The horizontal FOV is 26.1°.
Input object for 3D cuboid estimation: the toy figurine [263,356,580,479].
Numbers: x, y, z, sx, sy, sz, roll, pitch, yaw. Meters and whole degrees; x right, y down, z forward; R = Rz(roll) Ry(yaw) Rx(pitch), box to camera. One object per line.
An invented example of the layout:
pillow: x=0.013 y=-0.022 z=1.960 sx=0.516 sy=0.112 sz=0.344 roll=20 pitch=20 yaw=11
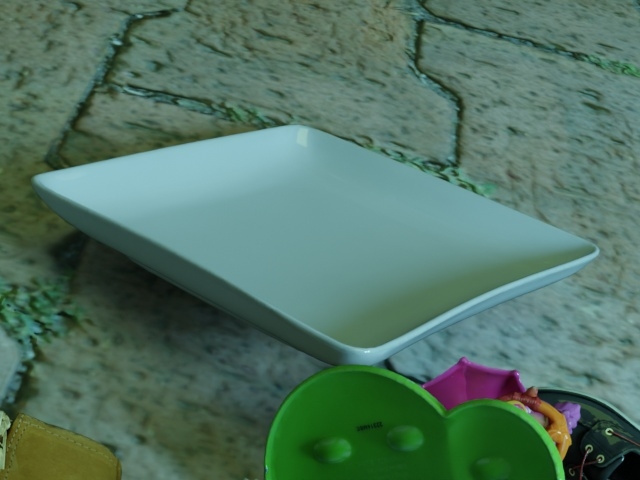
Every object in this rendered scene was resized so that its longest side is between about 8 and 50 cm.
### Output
toy figurine: x=0.083 y=0.108 z=0.747 sx=0.173 sy=0.130 sz=0.159 roll=-17 pitch=0 yaw=35

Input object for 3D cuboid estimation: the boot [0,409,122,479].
boot: x=-0.226 y=0.149 z=0.605 sx=0.295 sy=0.104 sz=0.211 roll=9 pitch=28 yaw=-18

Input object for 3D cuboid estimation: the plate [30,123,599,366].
plate: x=0.000 y=0.000 z=0.905 sx=0.277 sy=0.045 sz=0.278 roll=25 pitch=26 yaw=33

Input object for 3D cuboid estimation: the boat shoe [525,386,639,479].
boat shoe: x=0.171 y=0.130 z=0.823 sx=0.133 sy=0.049 sz=0.042 roll=28 pitch=27 yaw=11

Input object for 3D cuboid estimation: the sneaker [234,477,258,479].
sneaker: x=0.052 y=0.210 z=0.623 sx=0.293 sy=0.102 sz=0.146 roll=24 pitch=-7 yaw=47
